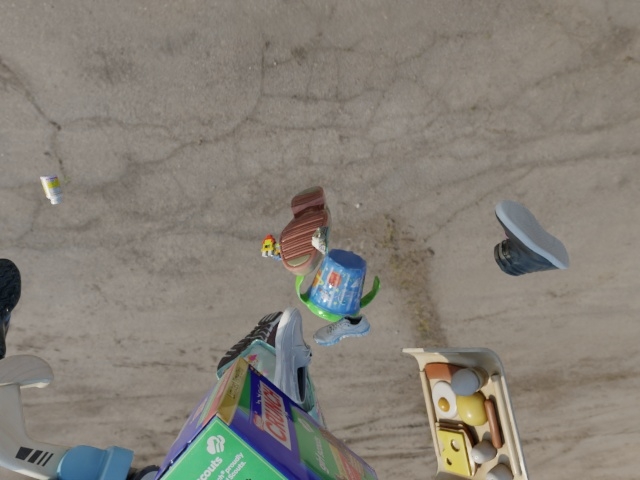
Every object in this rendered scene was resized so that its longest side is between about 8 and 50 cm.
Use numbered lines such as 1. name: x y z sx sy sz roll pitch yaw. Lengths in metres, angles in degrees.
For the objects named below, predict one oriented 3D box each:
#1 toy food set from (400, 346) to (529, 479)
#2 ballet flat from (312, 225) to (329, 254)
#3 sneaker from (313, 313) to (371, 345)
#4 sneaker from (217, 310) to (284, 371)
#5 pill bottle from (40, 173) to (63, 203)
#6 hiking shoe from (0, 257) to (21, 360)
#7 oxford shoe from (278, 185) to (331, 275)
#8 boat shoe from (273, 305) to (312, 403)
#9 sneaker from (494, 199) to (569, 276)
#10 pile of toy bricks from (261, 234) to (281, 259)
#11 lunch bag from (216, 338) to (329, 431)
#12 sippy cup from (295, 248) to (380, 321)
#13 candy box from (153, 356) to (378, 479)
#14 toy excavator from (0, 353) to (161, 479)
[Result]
1. toy food set: 0.273 0.369 0.859 0.092 0.307 0.219 -2 168 -34
2. ballet flat: 0.000 0.000 0.976 0.041 0.114 0.041 1 116 2
3. sneaker: 0.064 0.275 1.366 0.190 0.071 0.083 -17 130 1
4. sneaker: -0.164 0.346 1.246 0.106 0.281 0.163 -16 107 41
5. pill bottle: -0.792 -0.153 1.258 0.043 0.043 0.084 -6 111 0
6. hiking shoe: -0.890 0.190 1.138 0.113 0.305 0.132 14 -179 -42
7. oxford shoe: -0.017 -0.012 1.205 0.140 0.397 0.147 -15 120 16
8. boat shoe: -0.045 0.210 0.764 0.063 0.066 0.185 10 98 21
9. sneaker: 0.482 0.010 1.062 0.295 0.105 0.146 31 143 -30
10. pile of toy bricks: -0.110 0.007 1.569 0.212 0.105 0.118 -8 161 37
11. lunch bag: -0.079 0.376 0.939 0.262 0.160 0.224 17 132 40
12. sippy cup: 0.075 0.163 1.669 0.305 0.240 0.224 -15 130 -51
13. candy box: -0.047 0.334 0.602 0.317 0.268 0.122 40 86 -3
14. toy excavator: -0.558 0.509 0.907 0.445 0.433 0.222 33 133 -29
